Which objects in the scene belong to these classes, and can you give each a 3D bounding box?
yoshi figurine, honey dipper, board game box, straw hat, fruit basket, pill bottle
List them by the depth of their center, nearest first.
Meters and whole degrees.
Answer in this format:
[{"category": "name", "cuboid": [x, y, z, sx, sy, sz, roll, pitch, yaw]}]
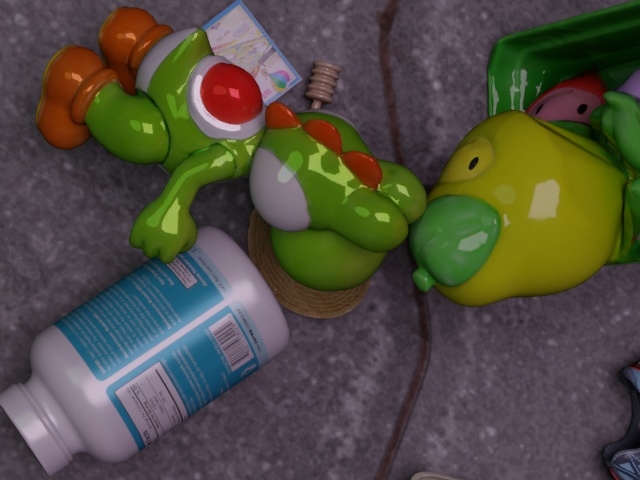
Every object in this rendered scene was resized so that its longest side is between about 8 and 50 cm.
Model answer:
[{"category": "yoshi figurine", "cuboid": [-0.073, -0.062, 1.630, 0.362, 0.203, 0.204, 28, 94, 20]}, {"category": "fruit basket", "cuboid": [0.240, -0.078, 1.672, 0.392, 0.392, 0.283, 0, 86, -13]}, {"category": "pill bottle", "cuboid": [-0.171, 0.111, 1.678, 0.264, 0.146, 0.146, -33, 94, -13]}, {"category": "straw hat", "cuboid": [0.000, 0.000, 1.765, 0.144, 0.144, 0.061, 50, 35, -5]}, {"category": "board game box", "cuboid": [-0.110, -0.154, 1.770, 0.154, 0.026, 0.103, -39, 95, -12]}, {"category": "honey dipper", "cuboid": [-0.013, -0.100, 1.788, 0.030, 0.030, 0.161, 16, 84, -11]}]

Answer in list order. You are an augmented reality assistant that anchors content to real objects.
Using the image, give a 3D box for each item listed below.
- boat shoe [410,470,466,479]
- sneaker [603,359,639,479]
[{"category": "boat shoe", "cuboid": [0.176, 0.301, 1.793, 0.233, 0.084, 0.079, 19, 120, -18]}, {"category": "sneaker", "cuboid": [0.374, 0.143, 1.824, 0.125, 0.104, 0.262, 26, 81, -8]}]
